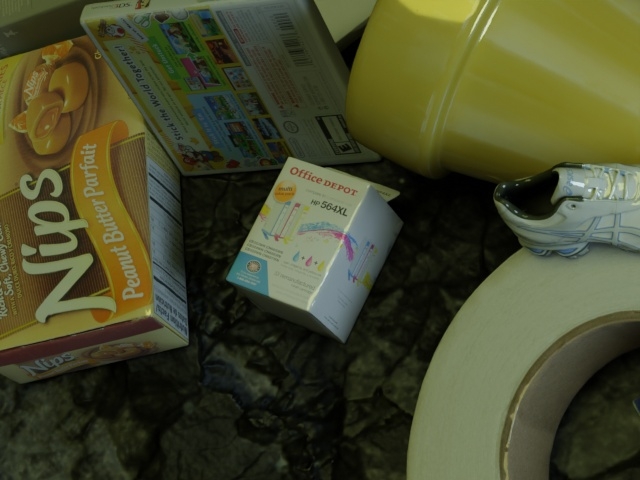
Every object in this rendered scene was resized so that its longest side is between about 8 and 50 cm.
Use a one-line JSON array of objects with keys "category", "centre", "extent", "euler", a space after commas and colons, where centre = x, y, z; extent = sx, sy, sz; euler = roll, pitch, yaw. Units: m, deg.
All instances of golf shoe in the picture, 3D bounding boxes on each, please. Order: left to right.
[{"category": "golf shoe", "centre": [0.210, -0.029, 1.136], "extent": [0.176, 0.086, 0.069], "euler": [-13, 63, 34]}]

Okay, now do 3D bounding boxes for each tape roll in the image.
[{"category": "tape roll", "centre": [0.240, 0.159, 1.139], "extent": [0.392, 0.072, 0.392], "euler": [-16, 64, 34]}]

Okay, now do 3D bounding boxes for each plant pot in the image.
[{"category": "plant pot", "centre": [0.184, -0.142, 1.263], "extent": [0.239, 0.254, 0.254], "euler": [29, 81, 16]}]

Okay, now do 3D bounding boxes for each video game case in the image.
[{"category": "video game case", "centre": [-0.073, -0.138, 1.368], "extent": [0.206, 0.227, 0.026], "euler": [-3, 55, 22]}]

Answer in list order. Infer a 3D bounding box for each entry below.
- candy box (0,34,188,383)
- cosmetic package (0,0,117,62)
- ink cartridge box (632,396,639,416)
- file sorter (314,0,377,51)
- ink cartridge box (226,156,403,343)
[{"category": "candy box", "centre": [-0.231, -0.038, 1.471], "extent": [0.183, 0.087, 0.316], "euler": [-14, 64, 17]}, {"category": "cosmetic package", "centre": [-0.245, -0.237, 1.543], "extent": [0.238, 0.127, 0.107], "euler": [-15, 62, 19]}, {"category": "ink cartridge box", "centre": [0.410, 0.101, 1.155], "extent": [0.332, 0.065, 0.165], "euler": [-32, 60, 9]}, {"category": "file sorter", "centre": [-0.065, -0.312, 1.423], "extent": [0.193, 0.173, 0.278], "euler": [-35, 63, 34]}, {"category": "ink cartridge box", "centre": [0.000, 0.000, 1.355], "extent": [0.092, 0.090, 0.143], "euler": [19, 77, 29]}]
